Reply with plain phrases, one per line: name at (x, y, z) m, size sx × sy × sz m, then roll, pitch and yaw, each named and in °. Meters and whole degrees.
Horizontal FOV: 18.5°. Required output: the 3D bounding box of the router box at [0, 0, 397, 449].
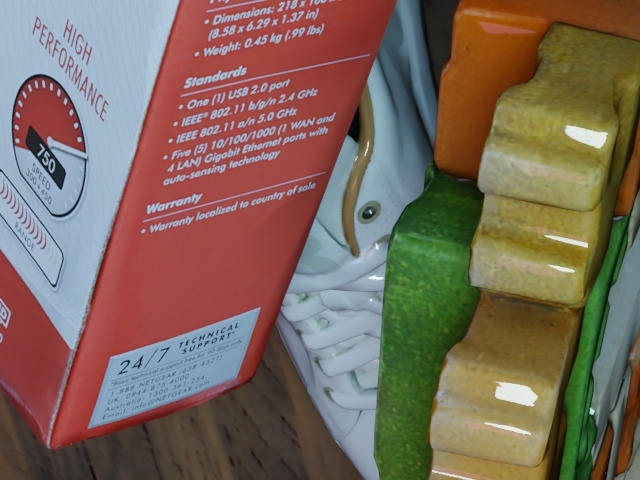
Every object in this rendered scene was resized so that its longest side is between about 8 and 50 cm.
router box at (-0.105, -0.161, 0.593) m, size 0.335 × 0.082 × 0.301 m, roll 47°, pitch 134°, yaw 31°

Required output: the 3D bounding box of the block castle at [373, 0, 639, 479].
block castle at (0.171, 0.044, 0.515) m, size 0.303 × 0.213 × 0.453 m, roll 13°, pitch 127°, yaw 16°

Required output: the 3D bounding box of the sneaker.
sneaker at (0.000, 0.000, 0.698) m, size 0.106 × 0.123 × 0.290 m, roll -8°, pitch 115°, yaw 28°
